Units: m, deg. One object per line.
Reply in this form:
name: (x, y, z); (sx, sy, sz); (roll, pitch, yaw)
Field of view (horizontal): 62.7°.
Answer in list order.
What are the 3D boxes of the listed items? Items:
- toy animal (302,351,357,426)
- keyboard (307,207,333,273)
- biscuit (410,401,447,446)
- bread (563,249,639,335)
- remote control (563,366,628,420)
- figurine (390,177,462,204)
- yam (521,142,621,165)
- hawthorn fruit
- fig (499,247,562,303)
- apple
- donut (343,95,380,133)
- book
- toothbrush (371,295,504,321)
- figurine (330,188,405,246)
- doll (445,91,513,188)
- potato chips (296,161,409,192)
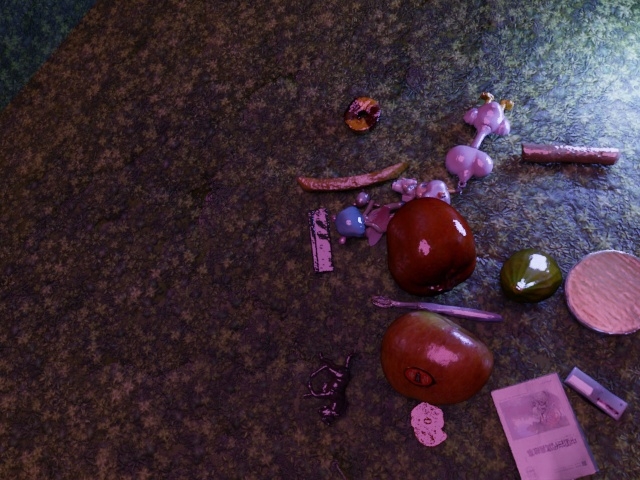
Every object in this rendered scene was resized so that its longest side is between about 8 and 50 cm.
toy animal: (0.035, 0.451, 1.640); (0.148, 0.084, 0.233); (20, 76, 5)
keyboard: (0.000, 0.000, 1.815); (0.072, 0.023, 0.231); (-7, 71, 2)
biscuit: (0.322, 0.546, 1.567); (0.102, 0.019, 0.130); (-16, 70, 7)
bread: (0.864, 0.155, 1.566); (0.267, 0.040, 0.267); (-4, 71, 12)
remote control: (0.783, 0.438, 1.497); (0.166, 0.029, 0.065); (37, 82, 20)
figurine: (0.345, -0.154, 1.743); (0.229, 0.137, 0.112); (18, 109, 21)
yam: (0.809, -0.281, 1.709); (0.299, 0.066, 0.066); (4, 73, 14)
hawthorn fruit: (0.332, 0.015, 1.597); (0.295, 0.295, 0.311); (-6, 82, 10)
fig: (0.609, 0.124, 1.556); (0.167, 0.167, 0.233); (35, 56, 20)
apple: (0.322, 0.346, 1.505); (0.309, 0.277, 0.250); (29, 93, 44)
donut: (0.152, -0.452, 1.909); (0.140, 0.059, 0.140); (-4, 71, 11)
book: (0.632, 0.541, 1.500); (0.215, 0.025, 0.283); (-19, 68, 5)
toothbrush: (0.363, 0.216, 1.658); (0.413, 0.042, 0.035); (7, 74, 12)
figurine: (0.164, -0.095, 1.768); (0.260, 0.103, 0.205); (-16, 71, -4)
doll: (0.535, -0.338, 1.771); (0.160, 0.094, 0.365); (24, 80, 10)
potato chips: (0.111, -0.213, 1.840); (0.407, 0.057, 0.080); (-7, 74, 10)
